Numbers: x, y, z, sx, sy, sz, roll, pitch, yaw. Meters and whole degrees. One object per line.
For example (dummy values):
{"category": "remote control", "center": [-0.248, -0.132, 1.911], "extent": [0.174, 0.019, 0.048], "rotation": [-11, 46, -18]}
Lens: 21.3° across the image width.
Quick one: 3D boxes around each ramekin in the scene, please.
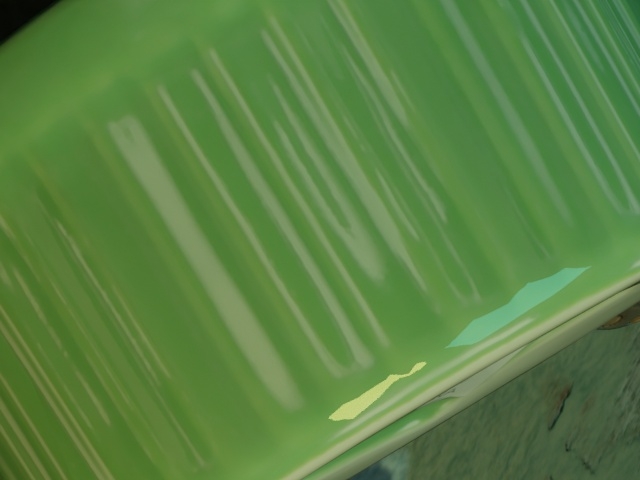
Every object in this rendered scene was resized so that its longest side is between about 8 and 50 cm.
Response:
{"category": "ramekin", "center": [0.000, 0.000, 0.601], "extent": [0.303, 0.148, 0.303], "rotation": [-30, 171, -5]}

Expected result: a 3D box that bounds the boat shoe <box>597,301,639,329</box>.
{"category": "boat shoe", "center": [0.122, -0.065, 1.027], "extent": [0.324, 0.123, 0.116], "rotation": [45, 36, -44]}
